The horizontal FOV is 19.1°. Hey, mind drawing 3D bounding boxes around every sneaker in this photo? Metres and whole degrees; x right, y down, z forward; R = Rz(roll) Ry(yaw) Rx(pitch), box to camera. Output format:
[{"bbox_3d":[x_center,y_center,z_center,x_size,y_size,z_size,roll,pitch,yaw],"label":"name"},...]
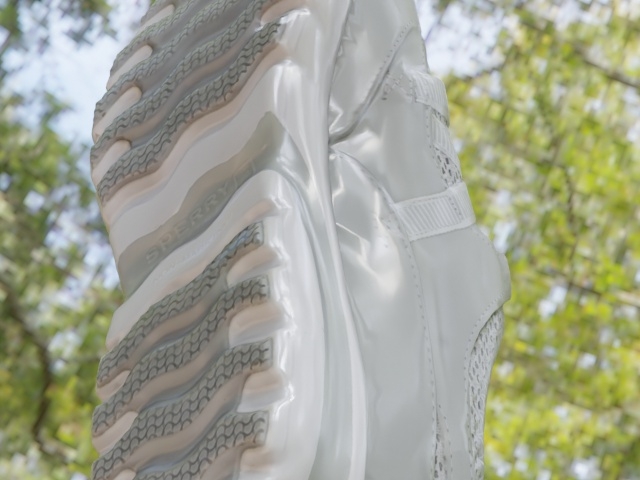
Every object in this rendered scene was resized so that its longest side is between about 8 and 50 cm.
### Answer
[{"bbox_3d":[0.000,0.000,0.568,0.105,0.281,0.115,-30,-51,34],"label":"sneaker"}]
